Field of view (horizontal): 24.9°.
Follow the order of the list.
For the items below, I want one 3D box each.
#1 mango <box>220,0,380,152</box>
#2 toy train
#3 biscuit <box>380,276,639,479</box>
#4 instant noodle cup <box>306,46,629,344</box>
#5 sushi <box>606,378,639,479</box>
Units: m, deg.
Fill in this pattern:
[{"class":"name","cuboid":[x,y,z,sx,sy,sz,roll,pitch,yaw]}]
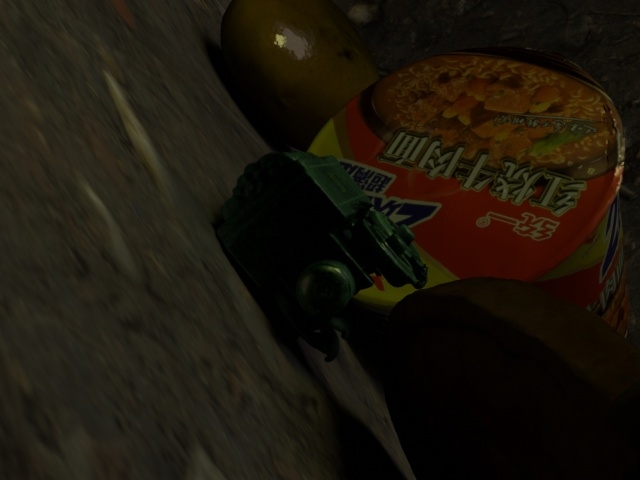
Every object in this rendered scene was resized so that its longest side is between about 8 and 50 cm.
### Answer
[{"class":"mango","cuboid":[-0.017,-0.133,1.104,0.137,0.098,0.195,61,11,2]},{"class":"toy train","cuboid":[0.000,0.000,0.718,0.099,0.070,0.172,50,7,2]},{"class":"biscuit","cuboid":[0.104,0.133,0.609,0.257,0.049,0.273,64,-14,1]},{"class":"instant noodle cup","cuboid":[0.106,0.007,0.934,0.213,0.213,0.174,63,1,44]},{"class":"sushi","cuboid":[0.116,0.158,0.336,0.238,0.219,0.225,45,-39,16]}]
